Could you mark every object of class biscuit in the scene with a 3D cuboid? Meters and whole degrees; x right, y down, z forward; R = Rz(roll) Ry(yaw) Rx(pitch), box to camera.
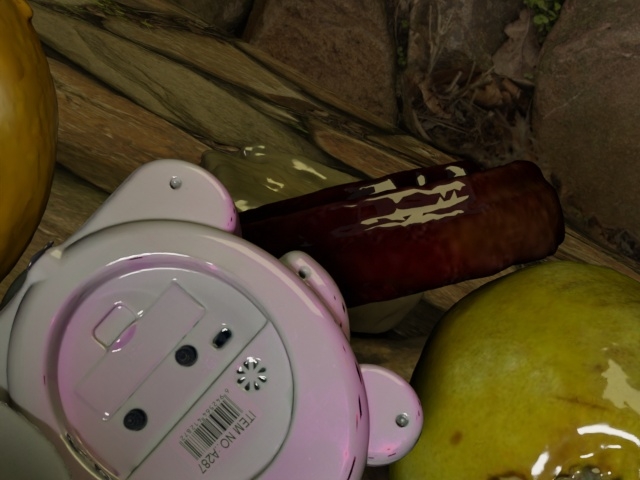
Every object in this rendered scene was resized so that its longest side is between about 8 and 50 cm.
[{"bbox_3d":[0.000,0.000,0.930,0.408,0.091,0.407,-12,4,1],"label":"biscuit"}]

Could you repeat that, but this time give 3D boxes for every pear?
[{"bbox_3d":[0.176,0.148,0.799,0.269,0.269,0.321,26,-6,3],"label":"pear"}]

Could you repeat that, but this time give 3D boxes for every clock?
[{"bbox_3d":[-0.080,0.096,0.674,0.248,0.227,0.090,41,-9,10],"label":"clock"}]

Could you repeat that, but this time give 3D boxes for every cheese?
[{"bbox_3d":[-0.026,-0.010,1.282,0.318,0.115,0.326,35,18,30],"label":"cheese"}]

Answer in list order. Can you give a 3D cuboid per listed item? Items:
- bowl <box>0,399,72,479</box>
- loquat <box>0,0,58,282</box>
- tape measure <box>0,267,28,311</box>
[{"bbox_3d":[-0.229,0.140,0.549,0.189,0.086,0.189,25,14,-7],"label":"bowl"},{"bbox_3d":[-0.322,-0.093,0.672,0.329,0.359,0.328,12,29,-7],"label":"loquat"},{"bbox_3d":[-0.237,0.061,0.767,0.180,0.104,0.107,3,12,-44],"label":"tape measure"}]
